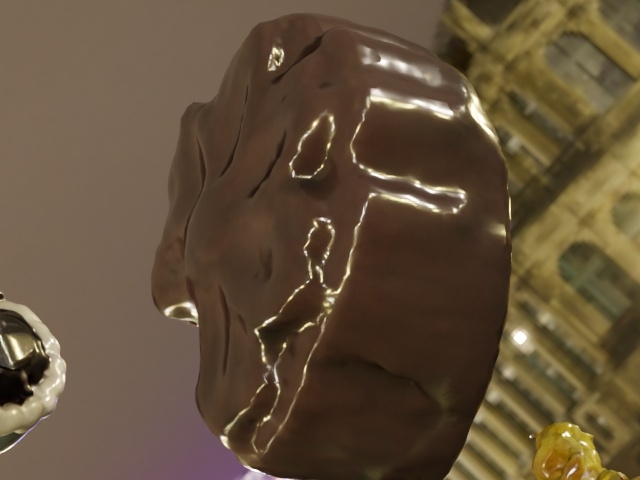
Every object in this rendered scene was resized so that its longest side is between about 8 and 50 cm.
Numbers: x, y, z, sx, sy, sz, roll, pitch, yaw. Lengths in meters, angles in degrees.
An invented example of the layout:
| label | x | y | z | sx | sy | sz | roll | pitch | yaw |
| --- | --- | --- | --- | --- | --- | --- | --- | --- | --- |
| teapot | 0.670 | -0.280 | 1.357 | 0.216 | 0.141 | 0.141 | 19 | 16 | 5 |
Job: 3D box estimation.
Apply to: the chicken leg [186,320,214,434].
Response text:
| label | x | y | z | sx | sy | sz | roll | pitch | yaw |
| --- | --- | --- | --- | --- | --- | --- | --- | --- | --- |
| chicken leg | -0.082 | 0.131 | 1.606 | 0.089 | 0.219 | 0.048 | -20 | -38 | 3 |

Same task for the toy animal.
| label | x | y | z | sx | sy | sz | roll | pitch | yaw |
| --- | --- | --- | --- | --- | --- | --- | --- | --- | --- |
| toy animal | -0.387 | 0.172 | 1.718 | 0.204 | 0.156 | 0.208 | -43 | -10 | 35 |

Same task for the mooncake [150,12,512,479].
| label | x | y | z | sx | sy | sz | roll | pitch | yaw |
| --- | --- | --- | --- | --- | --- | --- | --- | --- | --- |
| mooncake | 0.000 | 0.000 | 1.297 | 0.381 | 0.212 | 0.350 | 43 | 116 | 62 |

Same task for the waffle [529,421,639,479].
| label | x | y | z | sx | sy | sz | roll | pitch | yaw |
| --- | --- | --- | --- | --- | --- | --- | --- | --- | --- |
| waffle | 0.200 | 0.162 | 0.889 | 0.293 | 0.069 | 0.259 | -41 | 23 | 38 |
